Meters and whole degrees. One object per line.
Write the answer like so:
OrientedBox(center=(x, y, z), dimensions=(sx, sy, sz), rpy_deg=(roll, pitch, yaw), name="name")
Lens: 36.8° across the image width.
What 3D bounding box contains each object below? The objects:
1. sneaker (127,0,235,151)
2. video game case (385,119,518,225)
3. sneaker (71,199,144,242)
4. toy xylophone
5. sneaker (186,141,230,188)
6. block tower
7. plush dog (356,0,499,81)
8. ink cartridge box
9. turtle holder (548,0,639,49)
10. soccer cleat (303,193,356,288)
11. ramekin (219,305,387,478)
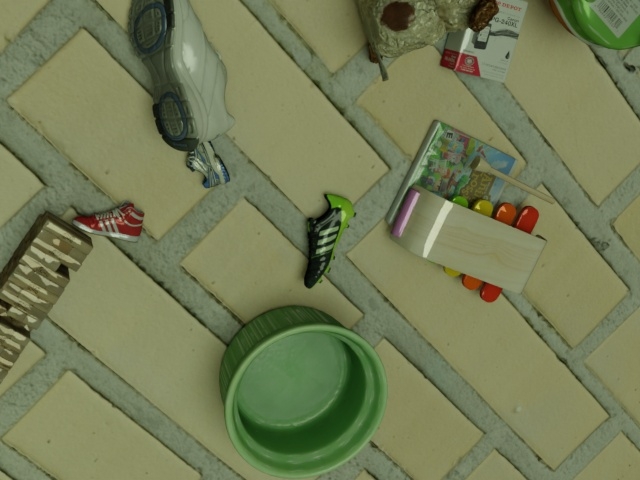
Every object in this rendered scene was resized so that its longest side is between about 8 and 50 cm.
OrientedBox(center=(-0.222, -0.297, 1.563), dimensions=(0.129, 0.111, 0.297), rpy_deg=(-21, 104, -48), name="sneaker")
OrientedBox(center=(0.249, -0.095, 1.819), dimensions=(0.193, 0.023, 0.212), rpy_deg=(22, 99, -23), name="video game case")
OrientedBox(center=(-0.356, -0.040, 1.626), dimensions=(0.118, 0.042, 0.067), rpy_deg=(13, 107, -29), name="sneaker")
OrientedBox(center=(0.305, -0.021, 1.804), dimensions=(0.323, 0.081, 0.236), rpy_deg=(29, 97, -24), name="toy xylophone")
OrientedBox(center=(-0.207, -0.145, 1.638), dimensions=(0.058, 0.052, 0.135), rpy_deg=(-28, 112, 0), name="sneaker")
OrientedBox(center=(-0.509, 0.113, 1.599), dimensions=(0.097, 0.091, 0.335), rpy_deg=(35, 95, -24), name="block tower")
OrientedBox(center=(0.182, -0.397, 1.614), dimensions=(0.225, 0.262, 0.210), rpy_deg=(-17, 145, -2), name="plush dog")
OrientedBox(center=(0.292, -0.370, 1.722), dimensions=(0.109, 0.063, 0.150), rpy_deg=(9, 104, -21), name="ink cartridge box")
OrientedBox(center=(0.520, -0.495, 1.667), dimensions=(0.243, 0.227, 0.320), rpy_deg=(8, 104, -19), name="turtle holder")
OrientedBox(center=(0.000, 0.000, 1.754), dimensions=(0.072, 0.060, 0.179), rpy_deg=(24, 92, -14), name="soccer cleat")
OrientedBox(center=(-0.042, 0.269, 1.773), dimensions=(0.303, 0.148, 0.303), rpy_deg=(-5, 109, -17), name="ramekin")
